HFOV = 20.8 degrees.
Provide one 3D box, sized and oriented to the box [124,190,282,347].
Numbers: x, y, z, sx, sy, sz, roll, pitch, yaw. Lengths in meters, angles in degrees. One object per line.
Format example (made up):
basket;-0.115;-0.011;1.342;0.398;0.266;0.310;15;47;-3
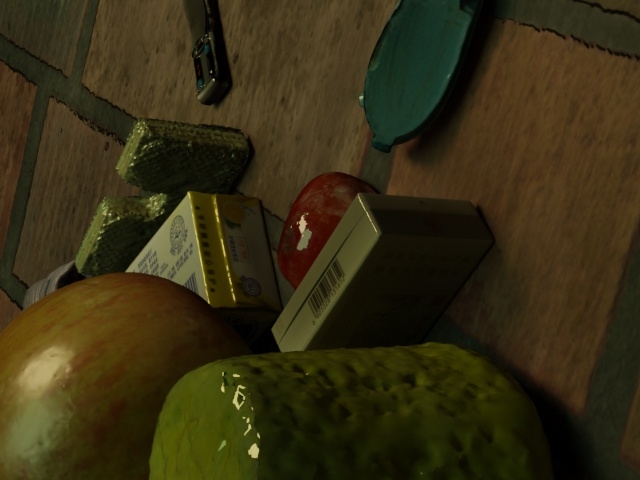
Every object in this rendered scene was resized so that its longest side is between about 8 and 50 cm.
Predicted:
box;-0.158;0.078;2.084;0.265;0.097;0.168;-48;44;43

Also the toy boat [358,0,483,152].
toy boat;0.098;-0.182;1.742;0.102;0.088;0.215;-65;-3;-66

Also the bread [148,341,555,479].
bread;0.018;0.259;1.536;0.348;0.308;0.348;-9;80;59

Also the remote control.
remote control;-0.150;-0.269;2.215;0.059;0.028;0.212;-48;45;46

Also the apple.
apple;-0.202;0.234;1.823;0.400;0.333;0.400;42;158;21

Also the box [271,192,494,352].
box;0.057;0.044;1.683;0.201;0.141;0.058;-59;43;37

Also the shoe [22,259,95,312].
shoe;-0.356;0.141;2.412;0.137;0.095;0.245;-47;39;49

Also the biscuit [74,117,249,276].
biscuit;-0.197;-0.043;2.126;0.250;0.147;0.046;-59;36;35

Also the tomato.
tomato;0.000;0.000;1.840;0.139;0.091;0.159;-60;35;32
